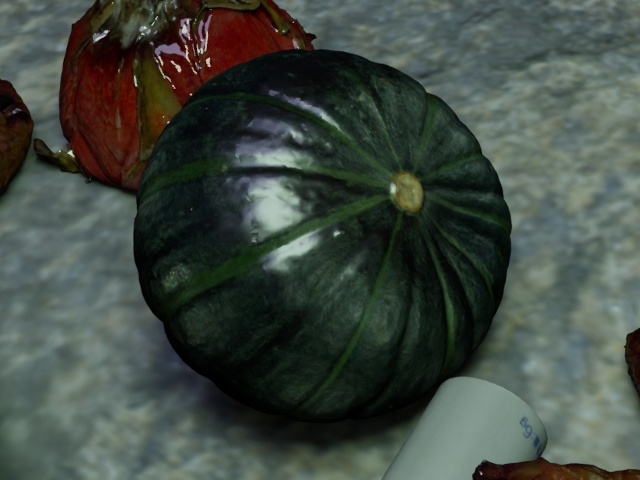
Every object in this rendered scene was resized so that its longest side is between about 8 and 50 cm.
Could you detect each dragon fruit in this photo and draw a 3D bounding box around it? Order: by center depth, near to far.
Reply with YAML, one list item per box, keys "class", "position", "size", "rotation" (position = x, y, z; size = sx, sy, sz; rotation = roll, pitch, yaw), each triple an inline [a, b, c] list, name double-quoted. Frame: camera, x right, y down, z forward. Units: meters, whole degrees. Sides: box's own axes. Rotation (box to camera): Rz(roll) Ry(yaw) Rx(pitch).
- class: "dragon fruit"
  position: [-0.117, -0.157, 1.058]
  size: [0.224, 0.148, 0.218]
  rotation: [9, 51, 19]

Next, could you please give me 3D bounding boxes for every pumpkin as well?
- class: "pumpkin"
  position: [0.000, 0.000, 0.865]
  size: [0.250, 0.216, 0.250]
  rotation: [6, 65, -14]

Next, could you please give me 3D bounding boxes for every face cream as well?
- class: "face cream"
  position: [0.043, 0.192, 0.753]
  size: [0.077, 0.077, 0.250]
  rotation: [18, 52, 26]

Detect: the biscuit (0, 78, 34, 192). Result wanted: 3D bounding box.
- class: "biscuit"
  position: [-0.323, -0.074, 1.091]
  size: [0.192, 0.049, 0.192]
  rotation: [-6, 46, 6]

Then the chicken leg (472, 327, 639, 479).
- class: "chicken leg"
  position: [0.186, 0.149, 0.734]
  size: [0.177, 0.083, 0.322]
  rotation: [31, 38, 25]
